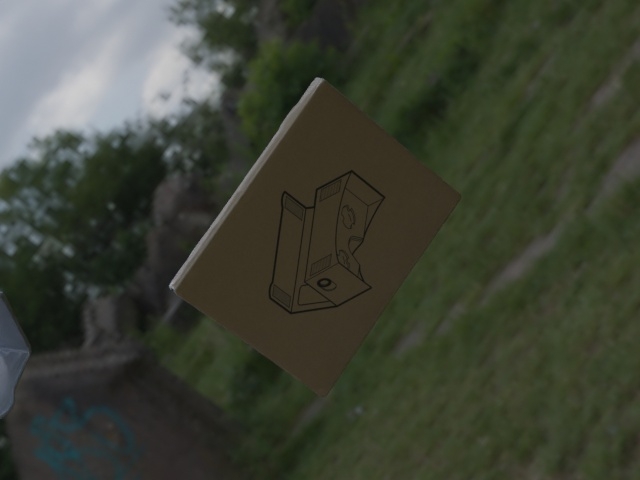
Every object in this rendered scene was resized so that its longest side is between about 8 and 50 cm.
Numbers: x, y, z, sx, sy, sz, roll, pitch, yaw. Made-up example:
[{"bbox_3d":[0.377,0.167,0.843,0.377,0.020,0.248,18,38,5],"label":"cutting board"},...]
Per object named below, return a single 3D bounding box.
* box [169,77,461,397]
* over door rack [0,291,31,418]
[{"bbox_3d":[0.000,0.000,1.218,0.201,0.164,0.021,-55,27,-6],"label":"box"},{"bbox_3d":[-0.281,0.174,0.735,0.108,0.239,0.324,70,-151,-66],"label":"over door rack"}]
